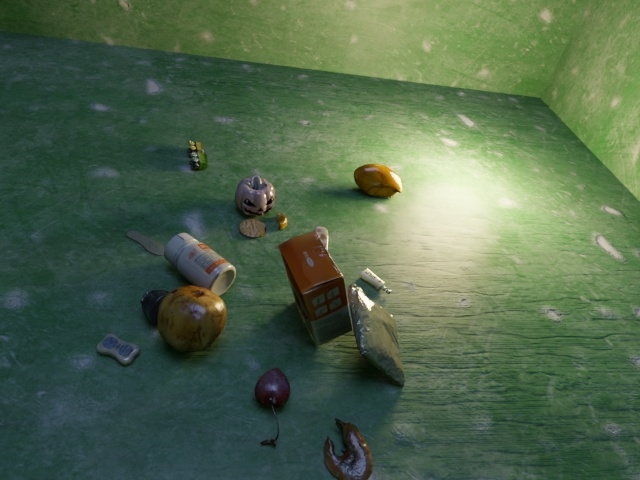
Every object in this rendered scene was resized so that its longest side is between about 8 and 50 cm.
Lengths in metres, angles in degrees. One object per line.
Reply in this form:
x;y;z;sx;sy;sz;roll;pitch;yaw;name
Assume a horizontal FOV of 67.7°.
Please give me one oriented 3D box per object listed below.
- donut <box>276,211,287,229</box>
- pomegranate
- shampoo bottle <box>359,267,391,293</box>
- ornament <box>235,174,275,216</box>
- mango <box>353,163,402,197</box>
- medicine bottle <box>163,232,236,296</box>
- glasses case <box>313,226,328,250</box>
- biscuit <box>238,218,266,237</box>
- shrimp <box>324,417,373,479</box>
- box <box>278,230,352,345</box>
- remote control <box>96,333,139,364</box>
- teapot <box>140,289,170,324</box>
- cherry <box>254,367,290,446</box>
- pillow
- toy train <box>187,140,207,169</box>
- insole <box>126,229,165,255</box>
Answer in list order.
-0.175;-0.087;2.074;0.067;0.037;0.083;25;41;8;donut
-0.408;0.255;1.522;0.216;0.215;0.215;7;42;-7;pomegranate
0.221;0.166;1.900;0.141;0.034;0.049;39;40;26;shampoo bottle
-0.283;-0.198;2.076;0.178;0.177;0.177;7;42;-7;ornament
0.277;-0.297;2.350;0.252;0.153;0.126;17;32;-16;mango
-0.441;0.087;1.735;0.252;0.144;0.144;31;44;20;medicine bottle
0.000;0.000;2.019;0.063;0.041;0.164;9;42;-5;glasses case
-0.288;-0.052;2.023;0.120;0.015;0.120;7;42;-6;biscuit
0.074;0.600;1.366;0.133;0.051;0.187;-7;48;-22;shrimp
-0.013;0.163;1.595;0.144;0.341;0.225;-24;50;-9;box
-0.630;0.338;1.488;0.122;0.032;0.074;22;42;8;remote control
-0.535;0.203;1.609;0.108;0.111;0.149;24;46;34;teapot
-0.152;0.485;1.415;0.107;0.090;0.225;20;49;-10;cherry
0.196;0.311;1.602;0.274;0.076;0.280;43;27;-34;pillow
-0.596;-0.413;2.312;0.081;0.060;0.202;1;42;-24;toy train
-0.679;0.008;1.863;0.188;0.004;0.064;28;42;16;insole
